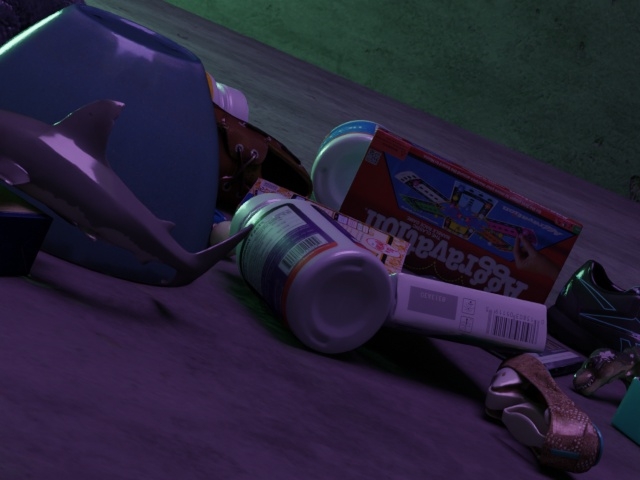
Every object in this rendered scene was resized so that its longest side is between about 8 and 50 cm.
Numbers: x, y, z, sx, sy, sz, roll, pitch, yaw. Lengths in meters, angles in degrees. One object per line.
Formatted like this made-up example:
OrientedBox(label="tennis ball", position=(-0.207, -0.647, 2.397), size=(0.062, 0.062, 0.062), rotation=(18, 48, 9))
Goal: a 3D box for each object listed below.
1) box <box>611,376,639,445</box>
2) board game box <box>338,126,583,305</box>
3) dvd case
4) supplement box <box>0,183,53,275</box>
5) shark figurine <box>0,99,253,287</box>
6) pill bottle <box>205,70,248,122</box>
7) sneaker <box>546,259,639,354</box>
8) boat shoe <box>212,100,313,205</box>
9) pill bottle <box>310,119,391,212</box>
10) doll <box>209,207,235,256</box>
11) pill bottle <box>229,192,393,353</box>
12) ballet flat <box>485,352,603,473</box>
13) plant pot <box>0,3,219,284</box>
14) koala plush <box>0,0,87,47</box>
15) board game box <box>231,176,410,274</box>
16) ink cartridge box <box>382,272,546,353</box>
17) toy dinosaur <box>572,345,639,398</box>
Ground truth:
OrientedBox(label="box", position=(0.423, 0.231, 1.951), size=(0.100, 0.060, 0.244), rotation=(17, 14, -39))
OrientedBox(label="board game box", position=(0.167, -0.015, 2.322), size=(0.281, 0.145, 0.027), rotation=(26, 13, 4))
OrientedBox(label="dvd case", position=(0.189, 0.097, 2.175), size=(0.221, 0.018, 0.164), rotation=(30, 11, 21))
OrientedBox(label="supplement box", position=(-0.283, -0.015, 1.537), size=(0.083, 0.056, 0.083), rotation=(31, 12, 23))
OrientedBox(label="shark figurine", position=(-0.178, -0.054, 1.574), size=(0.278, 0.116, 0.166), rotation=(32, -2, -12))
OrientedBox(label="pill bottle", position=(-0.199, -0.168, 2.293), size=(0.208, 0.119, 0.119), rotation=(18, 13, -34))
OrientedBox(label="sneaker", position=(0.400, 0.122, 2.304), size=(0.267, 0.106, 0.101), rotation=(33, 12, 28))
OrientedBox(label="boat shoe", position=(-0.108, -0.099, 2.188), size=(0.104, 0.111, 0.307), rotation=(30, 12, 28))
OrientedBox(label="pill bottle", position=(0.052, -0.095, 2.499), size=(0.124, 0.124, 0.221), rotation=(25, 10, -2))
OrientedBox(label="doll", position=(-0.148, -0.040, 1.988), size=(0.189, 0.046, 0.129), rotation=(40, 8, 34))
OrientedBox(label="pill bottle", position=(-0.017, 0.024, 1.817), size=(0.108, 0.108, 0.193), rotation=(19, 13, -31))
OrientedBox(label="ballet flat", position=(0.197, 0.158, 1.782), size=(0.067, 0.073, 0.206), rotation=(5, 14, -21))
OrientedBox(label="plant pot", position=(-0.212, -0.110, 1.782), size=(0.290, 0.195, 0.290), rotation=(24, 10, -5))
OrientedBox(label="koala plush", position=(-0.355, -0.210, 2.018), size=(0.196, 0.203, 0.221), rotation=(20, 0, -27))
OrientedBox(label="board game box", position=(0.000, 0.000, 2.092), size=(0.193, 0.045, 0.147), rotation=(24, 16, 2))
OrientedBox(label="ink cartridge box", position=(0.095, 0.077, 1.906), size=(0.181, 0.056, 0.224), rotation=(13, -11, -27))
OrientedBox(label="toy dinosaur", position=(0.409, 0.164, 2.157), size=(0.268, 0.064, 0.118), rotation=(-4, 54, -44))
